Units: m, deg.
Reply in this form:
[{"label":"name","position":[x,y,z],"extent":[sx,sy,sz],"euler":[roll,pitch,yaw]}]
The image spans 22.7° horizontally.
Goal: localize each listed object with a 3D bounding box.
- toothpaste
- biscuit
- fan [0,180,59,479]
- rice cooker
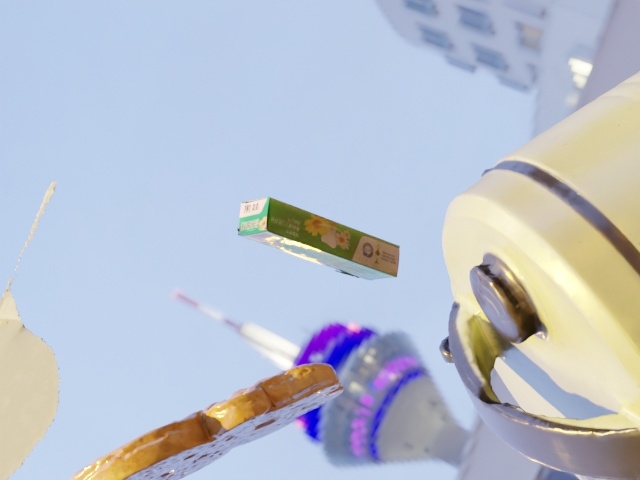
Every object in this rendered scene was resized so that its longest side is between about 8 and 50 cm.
[{"label":"toothpaste","position":[0.000,0.000,1.541],"extent":[0.178,0.043,0.037],"euler":[20,-113,-40]},{"label":"biscuit","position":[-0.114,0.182,1.482],"extent":[0.289,0.044,0.202],"euler":[-29,-12,5]},{"label":"fan","position":[-0.244,0.073,1.164],"extent":[0.010,0.182,0.310],"euler":[63,-144,-44]},{"label":"rice cooker","position":[0.187,0.028,0.808],"extent":[0.244,0.226,0.226],"euler":[-31,-42,-13]}]
